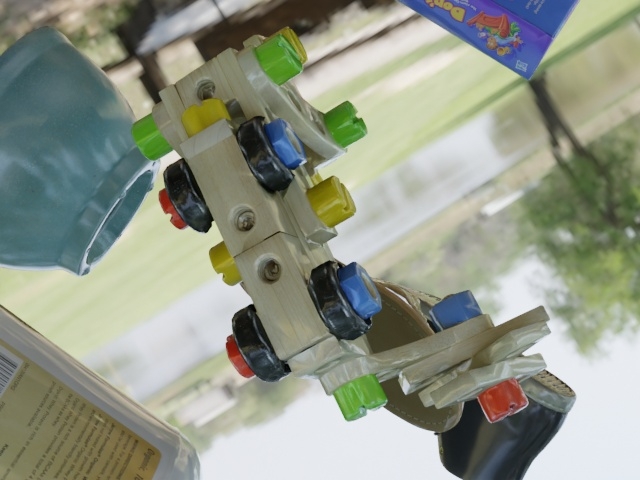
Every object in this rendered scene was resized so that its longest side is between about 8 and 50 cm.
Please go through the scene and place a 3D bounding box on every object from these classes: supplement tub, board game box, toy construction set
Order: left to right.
[{"bbox_3d":[-0.232,0.192,1.064,0.228,0.316,0.228,-50,-169,13],"label":"supplement tub"},{"bbox_3d":[0.000,0.000,0.924,0.151,0.327,0.215,-44,162,9],"label":"toy construction set"},{"bbox_3d":[0.214,-0.367,1.566,0.347,0.233,0.078,-55,175,-31],"label":"board game box"}]

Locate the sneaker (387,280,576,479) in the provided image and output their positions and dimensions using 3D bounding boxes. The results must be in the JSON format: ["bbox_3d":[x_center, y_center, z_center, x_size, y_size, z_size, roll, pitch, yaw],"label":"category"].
[{"bbox_3d":[0.112,0.129,1.270,0.083,0.222,0.118,17,106,-49],"label":"sneaker"}]

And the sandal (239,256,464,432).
[{"bbox_3d":[0.041,0.052,1.098,0.079,0.240,0.088,-19,132,-44],"label":"sandal"}]

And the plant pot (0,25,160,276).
[{"bbox_3d":[-0.315,-0.079,1.686,0.293,0.196,0.293,-57,177,-5],"label":"plant pot"}]
